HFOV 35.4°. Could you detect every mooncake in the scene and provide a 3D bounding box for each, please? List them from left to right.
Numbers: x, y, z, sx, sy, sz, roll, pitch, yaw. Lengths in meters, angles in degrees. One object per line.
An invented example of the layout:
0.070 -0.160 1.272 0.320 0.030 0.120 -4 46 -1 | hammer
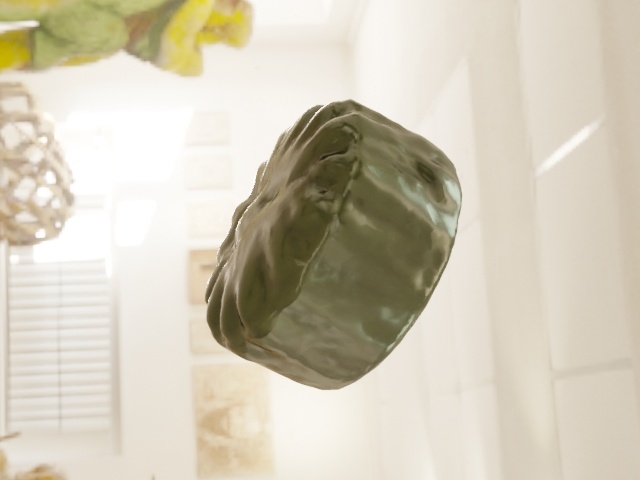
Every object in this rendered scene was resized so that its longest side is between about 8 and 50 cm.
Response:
0.000 0.000 1.251 0.356 0.194 0.356 -47 -155 30 | mooncake
